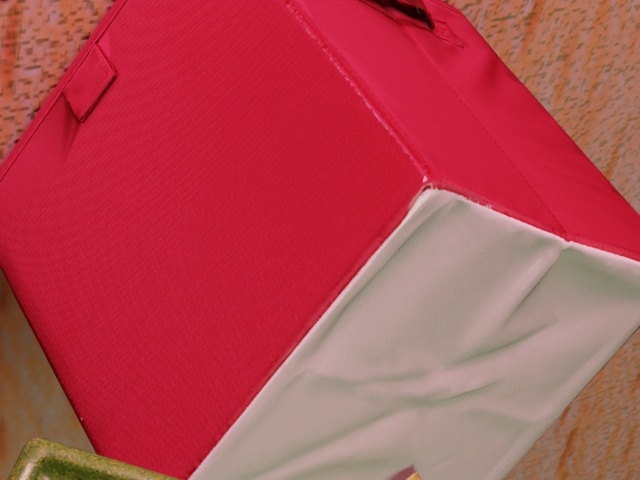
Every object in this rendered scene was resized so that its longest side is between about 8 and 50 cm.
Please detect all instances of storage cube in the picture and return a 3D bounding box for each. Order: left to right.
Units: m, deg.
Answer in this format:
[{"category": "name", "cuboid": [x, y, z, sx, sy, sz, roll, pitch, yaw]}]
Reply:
[{"category": "storage cube", "cuboid": [0.000, 0.000, 0.747, 0.183, 0.193, 0.215, 17, 119, -47]}]

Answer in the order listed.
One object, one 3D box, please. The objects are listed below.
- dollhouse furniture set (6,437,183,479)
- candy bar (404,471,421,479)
[{"category": "dollhouse furniture set", "cuboid": [-0.177, 0.158, 0.651, 0.197, 0.301, 0.151, 86, 21, -61]}, {"category": "candy bar", "cuboid": [0.008, 0.171, 0.703, 0.161, 0.018, 0.040, -63, 153, -24]}]
